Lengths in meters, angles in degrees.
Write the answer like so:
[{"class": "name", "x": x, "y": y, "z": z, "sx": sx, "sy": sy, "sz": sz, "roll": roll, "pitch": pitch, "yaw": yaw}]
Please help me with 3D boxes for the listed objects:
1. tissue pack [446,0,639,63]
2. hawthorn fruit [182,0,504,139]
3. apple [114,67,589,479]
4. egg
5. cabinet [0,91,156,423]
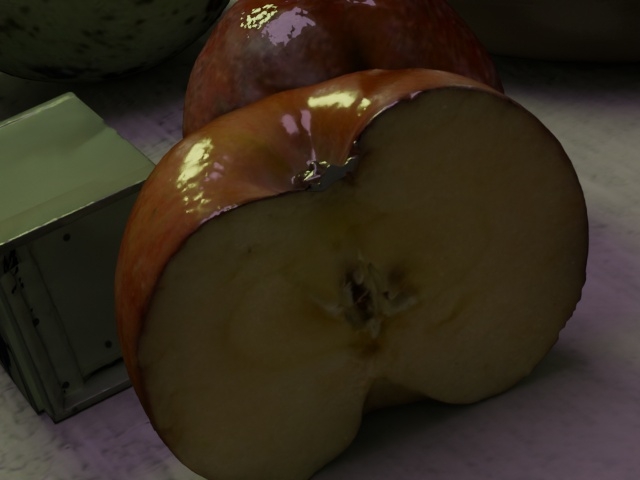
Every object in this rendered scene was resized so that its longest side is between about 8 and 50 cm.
[{"class": "tissue pack", "x": 0.229, "y": -0.284, "z": 1.608, "sx": 0.387, "sy": 0.277, "sz": 0.267, "roll": 3, "pitch": 41, "yaw": 37}, {"class": "hawthorn fruit", "x": 0.004, "y": -0.094, "z": 1.404, "sx": 0.231, "sy": 0.235, "sz": 0.263, "roll": -3, "pitch": 31, "yaw": -37}, {"class": "apple", "x": 0.000, "y": 0.000, "z": 1.218, "sx": 0.293, "sy": 0.251, "sz": 0.163, "roll": -24, "pitch": 37, "yaw": -12}, {"class": "egg", "x": -0.241, "y": -0.289, "z": 1.870, "sx": 0.379, "sy": 0.287, "sz": 0.287, "roll": -15, "pitch": 24, "yaw": 37}, {"class": "cabinet", "x": -0.194, "y": 0.009, "z": 1.436, "sx": 0.150, "sy": 0.145, "sz": 0.206, "roll": -25, "pitch": 28, "yaw": -16}]
